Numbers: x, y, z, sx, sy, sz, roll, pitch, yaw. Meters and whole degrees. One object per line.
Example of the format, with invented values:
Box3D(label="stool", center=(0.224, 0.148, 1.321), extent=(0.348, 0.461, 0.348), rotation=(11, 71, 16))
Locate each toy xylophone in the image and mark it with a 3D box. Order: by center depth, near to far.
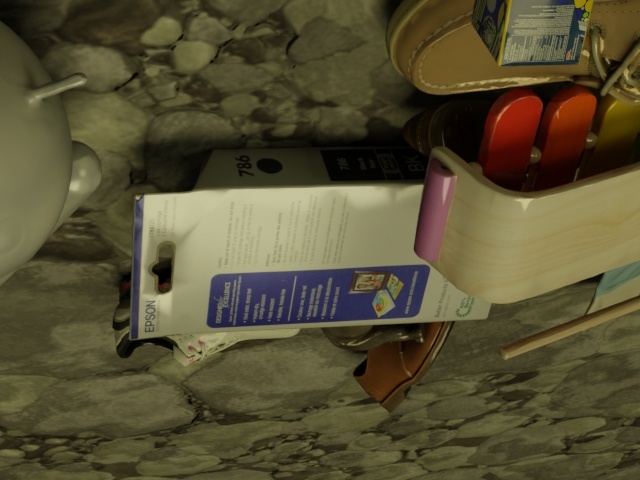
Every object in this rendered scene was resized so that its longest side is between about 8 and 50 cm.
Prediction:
Box3D(label="toy xylophone", center=(0.224, -0.023, 0.922), extent=(0.322, 0.081, 0.236), rotation=(-10, 137, -25))

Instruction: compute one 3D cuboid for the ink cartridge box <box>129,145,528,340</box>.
Box3D(label="ink cartridge box", center=(0.000, 0.000, 0.987), extent=(0.332, 0.065, 0.165), rotation=(-2, 131, -16))

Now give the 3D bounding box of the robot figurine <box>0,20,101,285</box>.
Box3D(label="robot figurine", center=(-0.292, -0.028, 0.736), extent=(0.300, 0.200, 0.353), rotation=(-4, 157, -45))

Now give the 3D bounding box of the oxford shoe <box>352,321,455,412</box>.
Box3D(label="oxford shoe", center=(0.096, 0.120, 1.315), extent=(0.076, 0.076, 0.212), rotation=(35, 133, 1))

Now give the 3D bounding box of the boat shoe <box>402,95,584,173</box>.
Box3D(label="boat shoe", center=(0.145, -0.087, 0.933), extent=(0.178, 0.064, 0.060), rotation=(0, -174, -36))

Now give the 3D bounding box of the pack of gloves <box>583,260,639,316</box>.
Box3D(label="pack of gloves", center=(0.370, 0.001, 1.210), extent=(0.195, 0.046, 0.232), rotation=(-21, 155, -9))

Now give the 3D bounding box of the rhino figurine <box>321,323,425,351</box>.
Box3D(label="rhino figurine", center=(0.023, 0.045, 1.129), extent=(0.106, 0.073, 0.243), rotation=(-12, 151, 15))

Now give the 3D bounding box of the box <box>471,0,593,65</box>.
Box3D(label="box", center=(0.130, -0.186, 0.652), extent=(0.054, 0.059, 0.169), rotation=(-4, 129, -11))

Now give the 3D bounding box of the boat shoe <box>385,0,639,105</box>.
Box3D(label="boat shoe", center=(0.211, -0.152, 0.755), extent=(0.341, 0.110, 0.121), rotation=(-16, 153, 12))

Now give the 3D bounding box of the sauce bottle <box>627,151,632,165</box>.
Box3D(label="sauce bottle", center=(0.322, -0.044, 1.057), extent=(0.128, 0.042, 0.042), rotation=(25, 140, -28))

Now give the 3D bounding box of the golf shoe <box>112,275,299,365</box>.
Box3D(label="golf shoe", center=(-0.109, 0.085, 1.113), extent=(0.186, 0.086, 0.067), rotation=(3, 156, 8))
